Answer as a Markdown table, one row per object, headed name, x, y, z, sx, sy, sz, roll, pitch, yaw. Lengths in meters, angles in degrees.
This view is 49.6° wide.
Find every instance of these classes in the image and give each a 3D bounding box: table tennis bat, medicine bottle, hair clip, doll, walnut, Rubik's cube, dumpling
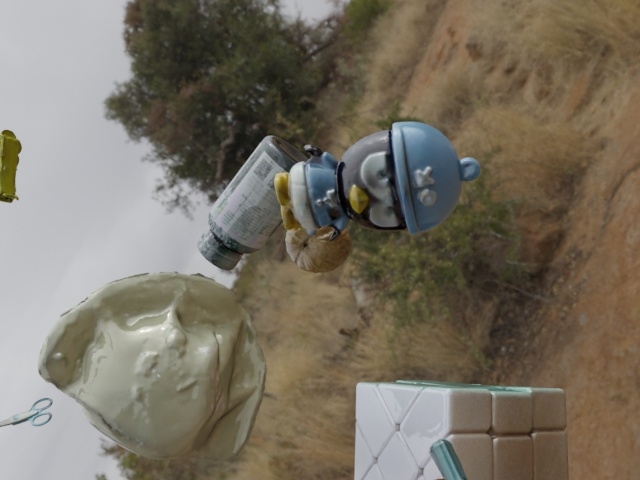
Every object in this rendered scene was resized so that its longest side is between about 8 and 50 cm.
| name | x | y | z | sx | sy | sz | roll | pitch | yaw |
| --- | --- | --- | --- | --- | --- | --- | --- | --- | --- |
| table tennis bat | 0.200 | 0.355 | 0.911 | 0.201 | 0.033 | 0.124 | 64 | 149 | 34 |
| medicine bottle | -0.144 | -0.073 | 1.487 | 0.293 | 0.141 | 0.141 | -51 | 8 | 15 |
| hair clip | -0.722 | -0.172 | 1.599 | 0.072 | 0.046 | 0.173 | 17 | -119 | -60 |
| doll | 0.089 | -0.085 | 1.074 | 0.141 | 0.314 | 0.177 | -78 | -24 | -68 |
| walnut | 0.000 | 0.000 | 1.663 | 0.155 | 0.155 | 0.184 | -64 | -13 | 16 |
| Rubik's cube | 0.278 | 0.450 | 1.402 | 0.321 | 0.315 | 0.319 | -14 | 71 | 57 |
| dumpling | -0.264 | 0.205 | 1.190 | 0.233 | 0.395 | 0.316 | -1 | 62 | 64 |

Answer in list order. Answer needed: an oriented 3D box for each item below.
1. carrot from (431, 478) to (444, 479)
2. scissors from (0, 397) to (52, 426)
| name | x | y | z | sx | sy | sz | roll | pitch | yaw |
| --- | --- | --- | --- | --- | --- | --- | --- | --- | --- |
| carrot | 0.182 | 0.482 | 1.070 | 0.331 | 0.193 | 0.214 | -35 | 31 | 17 |
| scissors | -0.536 | 0.317 | 1.235 | 0.058 | 0.119 | 0.014 | -108 | 4 | -46 |
